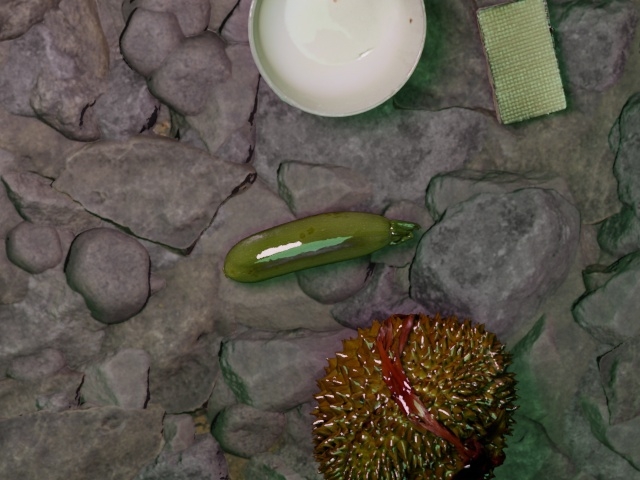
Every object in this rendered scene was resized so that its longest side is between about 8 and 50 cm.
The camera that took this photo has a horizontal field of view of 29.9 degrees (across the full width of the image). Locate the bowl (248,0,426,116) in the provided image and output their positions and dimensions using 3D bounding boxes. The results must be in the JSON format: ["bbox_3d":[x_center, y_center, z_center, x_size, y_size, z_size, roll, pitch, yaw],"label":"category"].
[{"bbox_3d":[0.017,-0.340,1.875,0.277,0.145,0.277,-2,108,-8],"label":"bowl"}]

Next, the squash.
[{"bbox_3d":[0.000,0.000,2.002,0.341,0.094,0.094,-13,107,-2],"label":"squash"}]

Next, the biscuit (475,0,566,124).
[{"bbox_3d":[0.333,-0.300,1.989,0.121,0.040,0.199,-15,106,-2],"label":"biscuit"}]

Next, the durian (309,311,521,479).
[{"bbox_3d":[0.157,0.291,1.996,0.384,0.347,0.347,-46,107,-3],"label":"durian"}]
